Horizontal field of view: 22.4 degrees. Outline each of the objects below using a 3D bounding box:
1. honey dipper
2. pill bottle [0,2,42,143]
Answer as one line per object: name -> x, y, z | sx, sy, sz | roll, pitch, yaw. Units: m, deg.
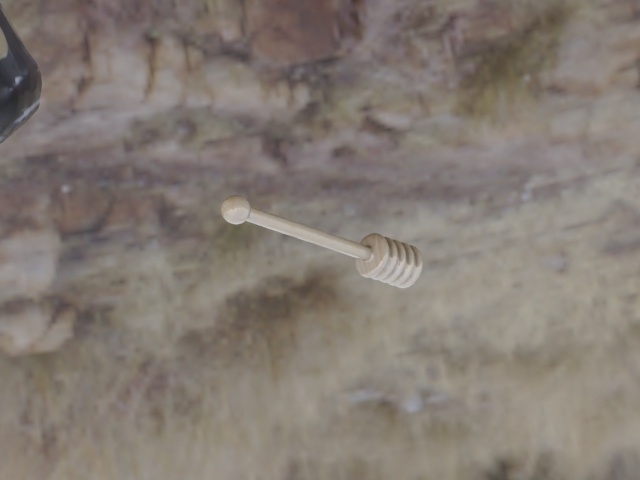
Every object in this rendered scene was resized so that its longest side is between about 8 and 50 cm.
honey dipper -> 0.000, 0.000, 1.030 | 0.161, 0.030, 0.030 | 17, 150, -40
pill bottle -> -0.170, -0.098, 0.387 | 0.123, 0.219, 0.123 | -28, -169, 6
